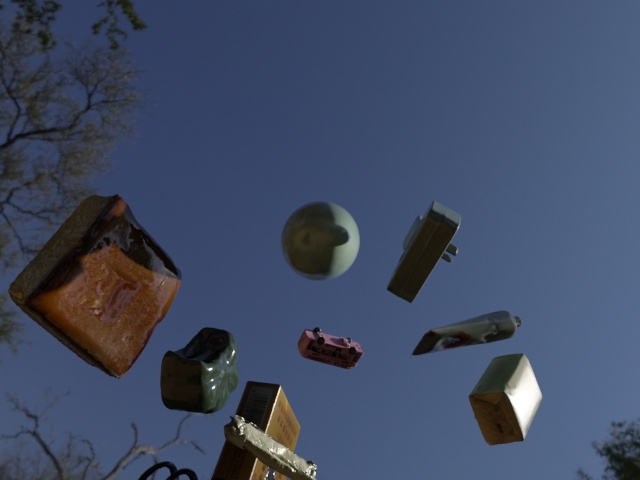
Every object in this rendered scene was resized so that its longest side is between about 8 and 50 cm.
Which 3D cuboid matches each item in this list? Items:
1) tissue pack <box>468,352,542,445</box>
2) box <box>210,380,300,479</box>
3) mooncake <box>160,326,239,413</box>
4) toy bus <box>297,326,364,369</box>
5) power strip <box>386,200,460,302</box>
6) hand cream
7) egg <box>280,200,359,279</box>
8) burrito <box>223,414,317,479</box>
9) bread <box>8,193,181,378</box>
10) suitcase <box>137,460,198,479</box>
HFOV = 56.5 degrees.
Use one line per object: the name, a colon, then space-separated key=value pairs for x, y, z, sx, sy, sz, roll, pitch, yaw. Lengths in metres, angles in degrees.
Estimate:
tissue pack: x=0.529 y=0.448 z=1.694 sx=0.125 sy=0.234 sz=0.159 roll=-20 pitch=-84 yaw=36
box: x=-0.185 y=0.641 z=1.651 sx=0.115 sy=0.415 sz=0.264 roll=3 pitch=-44 yaw=17
mooncake: x=-0.219 y=0.238 z=1.108 sx=0.104 sy=0.175 sz=0.168 roll=0 pitch=-45 yaw=21
toy bus: x=0.029 y=0.327 z=1.799 sx=0.203 sy=0.063 sz=0.090 roll=19 pitch=-71 yaw=-24
power strip: x=0.279 y=0.027 z=1.496 sx=0.141 sy=0.261 sz=0.230 roll=29 pitch=-73 yaw=5
hand cream: x=0.401 y=0.248 z=1.588 sx=0.078 sy=0.340 sz=0.124 roll=63 pitch=-30 yaw=33
egg: x=0.000 y=0.000 z=1.707 sx=0.230 sy=0.230 sz=0.371 roll=42 pitch=-9 yaw=3
burrito: x=-0.073 y=0.320 z=0.893 sx=0.041 sy=0.045 sz=0.185 roll=-39 pitch=-67 yaw=22
bread: x=-0.507 y=0.105 z=1.399 sx=0.143 sy=0.324 sz=0.333 roll=6 pitch=-36 yaw=31
suitcase: x=-0.431 y=0.767 z=1.585 sx=0.193 sy=0.351 sz=0.339 roll=4 pitch=-99 yaw=25
